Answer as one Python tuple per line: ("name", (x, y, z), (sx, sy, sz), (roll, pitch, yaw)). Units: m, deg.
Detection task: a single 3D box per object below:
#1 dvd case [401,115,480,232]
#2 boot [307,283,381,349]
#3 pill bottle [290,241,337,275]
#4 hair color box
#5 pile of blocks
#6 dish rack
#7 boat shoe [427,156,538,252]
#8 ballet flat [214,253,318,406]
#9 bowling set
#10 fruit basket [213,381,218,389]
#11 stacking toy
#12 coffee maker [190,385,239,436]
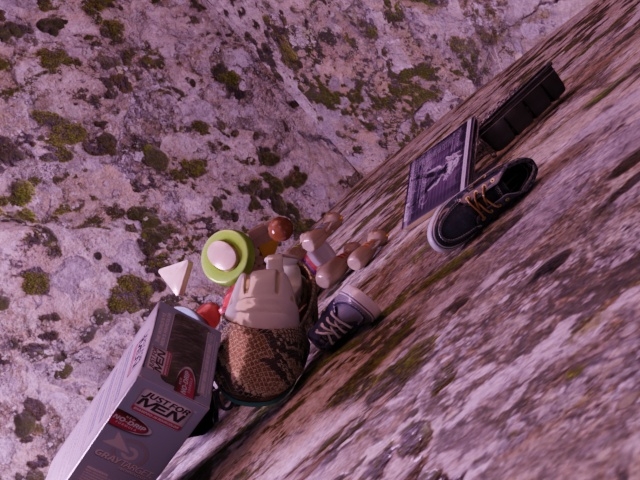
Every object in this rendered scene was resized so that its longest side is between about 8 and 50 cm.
("dvd case", (0.233, -0.127, 1.875), (0.221, 0.018, 0.165), (-37, 37, 54))
("boot", (0.032, 0.123, 1.431), (0.086, 0.069, 0.190), (-50, -2, -13))
("pill bottle", (-0.059, 0.080, 2.292), (0.193, 0.108, 0.108), (-39, 5, 26))
("hair color box", (-0.292, 0.292, 1.420), (0.374, 0.113, 0.185), (-54, 17, 25))
("pile of blocks", (-0.155, 0.114, 2.243), (0.362, 0.149, 0.112), (-65, 6, 1))
("dish rack", (0.375, -0.247, 1.960), (0.208, 0.074, 0.271), (-41, 4, -9))
("boat shoe", (0.231, -0.057, 1.377), (0.183, 0.065, 0.083), (-42, 3, -20))
("ballet flat", (-0.084, 0.115, 1.592), (0.483, 0.164, 0.182), (-54, -29, -79))
("bowling set", (0.000, 0.000, 2.067), (0.287, 0.200, 0.154), (-32, 9, 44))
("fruit basket", (-0.238, 0.277, 1.892), (0.353, 0.165, 0.327), (-21, 14, 17))
("stacking toy", (-0.257, 0.120, 2.120), (0.309, 0.280, 0.130), (-28, -22, 18))
("coffee maker", (-0.265, 0.279, 1.633), (0.171, 0.120, 0.178), (-37, -23, 21))
